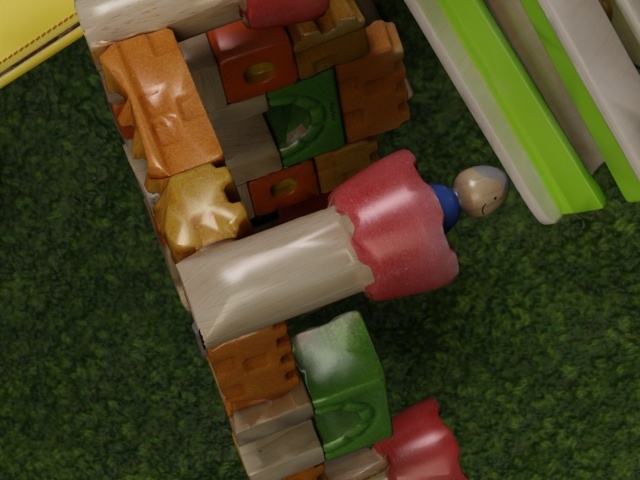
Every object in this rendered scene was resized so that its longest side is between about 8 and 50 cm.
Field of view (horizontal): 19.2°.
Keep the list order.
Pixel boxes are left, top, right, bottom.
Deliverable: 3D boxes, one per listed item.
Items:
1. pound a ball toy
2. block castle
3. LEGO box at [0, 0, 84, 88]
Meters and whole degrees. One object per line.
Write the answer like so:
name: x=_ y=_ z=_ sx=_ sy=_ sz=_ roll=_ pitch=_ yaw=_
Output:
pound a ball toy: x=0.138 y=-0.171 z=1.411 sx=0.208 sy=0.136 sz=0.319 roll=-8 pitch=122 yaw=47
block castle: x=0.000 y=0.000 z=1.319 sx=0.213 sy=0.303 sz=0.453 roll=-21 pitch=152 yaw=-5
LEGO box: x=-0.242 y=-0.325 z=1.295 sx=0.500 sy=0.193 sz=0.372 roll=-31 pitch=109 yaw=12
